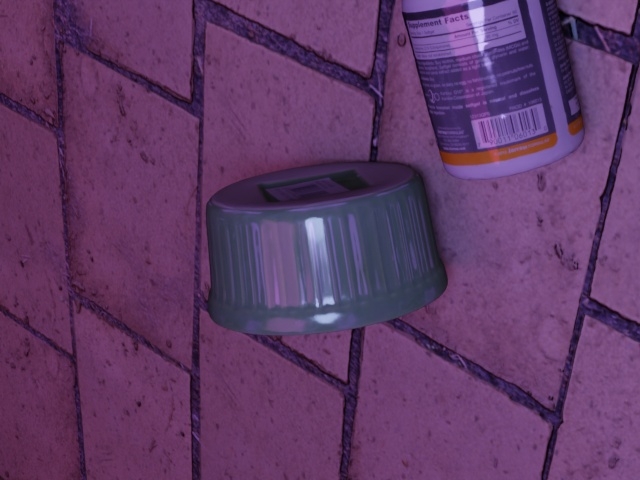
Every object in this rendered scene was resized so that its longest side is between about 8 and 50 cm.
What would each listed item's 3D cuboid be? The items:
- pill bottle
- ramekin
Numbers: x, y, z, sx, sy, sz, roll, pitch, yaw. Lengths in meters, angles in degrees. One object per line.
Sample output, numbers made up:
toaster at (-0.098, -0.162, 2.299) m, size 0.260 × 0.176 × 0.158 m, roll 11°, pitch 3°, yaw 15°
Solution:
pill bottle at (0.179, -0.217, 1.405) m, size 0.162 × 0.162 × 0.278 m, roll 0°, pitch 111°, yaw 46°
ramekin at (0.000, 0.000, 1.623) m, size 0.303 × 0.303 × 0.148 m, roll 6°, pitch 110°, yaw 44°
